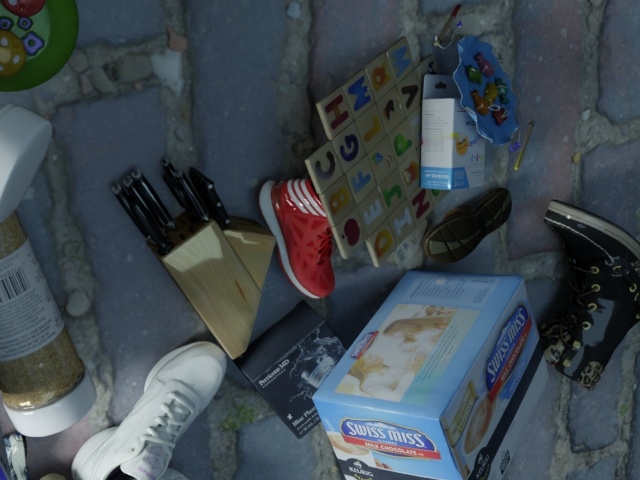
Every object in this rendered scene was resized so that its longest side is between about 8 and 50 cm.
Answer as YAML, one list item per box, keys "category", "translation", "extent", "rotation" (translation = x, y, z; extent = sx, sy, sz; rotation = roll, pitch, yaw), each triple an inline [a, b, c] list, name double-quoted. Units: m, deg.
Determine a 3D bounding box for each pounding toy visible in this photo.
- category: "pounding toy"
  translation: [-0.400, -0.256, 0.987]
  extent: [0.237, 0.110, 0.182]
  rotation: [-18, 116, -21]

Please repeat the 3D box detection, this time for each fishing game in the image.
- category: "fishing game"
  translation: [0.273, -0.244, 1.323]
  extent: [0.264, 0.041, 0.189]
  rotation: [54, 43, -21]

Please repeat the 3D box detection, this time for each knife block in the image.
- category: "knife block"
  translation: [-0.200, 0.027, 1.213]
  extent: [0.242, 0.088, 0.275]
  rotation: [8, 105, -29]

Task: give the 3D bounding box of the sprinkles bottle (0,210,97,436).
- category: "sprinkles bottle"
  translation: [-0.414, 0.090, 1.104]
  extent: [0.121, 0.121, 0.355]
  rotation: [-23, 118, -19]

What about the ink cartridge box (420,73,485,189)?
- category: "ink cartridge box"
  translation: [0.216, -0.177, 1.338]
  extent: [0.104, 0.062, 0.181]
  rotation: [-11, 105, -48]

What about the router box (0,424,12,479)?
- category: "router box"
  translation: [-0.480, 0.105, 0.968]
  extent: [0.082, 0.301, 0.335]
  rotation: [-24, 118, -18]

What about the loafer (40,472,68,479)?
- category: "loafer"
  translation: [-0.405, 0.462, 1.270]
  extent: [0.102, 0.092, 0.268]
  rotation: [4, 123, -24]

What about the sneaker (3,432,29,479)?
- category: "sneaker"
  translation: [-0.463, 0.349, 1.224]
  extent: [0.058, 0.052, 0.135]
  rotation: [-3, 103, -16]

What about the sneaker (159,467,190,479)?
- category: "sneaker"
  translation: [-0.300, 0.472, 1.281]
  extent: [0.094, 0.235, 0.153]
  rotation: [33, 126, 3]

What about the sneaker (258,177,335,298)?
- category: "sneaker"
  translation: [0.000, 0.000, 1.273]
  extent: [0.221, 0.128, 0.087]
  rotation: [60, 41, -31]

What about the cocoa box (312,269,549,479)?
- category: "cocoa box"
  translation: [0.191, 0.235, 1.336]
  extent: [0.347, 0.231, 0.228]
  rotation: [-48, 128, -41]

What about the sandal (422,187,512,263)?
- category: "sandal"
  translation: [0.252, -0.032, 1.452]
  extent: [0.219, 0.060, 0.090]
  rotation: [-36, 128, -29]

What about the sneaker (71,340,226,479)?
- category: "sneaker"
  translation: [-0.241, 0.292, 1.253]
  extent: [0.305, 0.152, 0.114]
  rotation: [-49, 120, -5]

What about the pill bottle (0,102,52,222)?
- category: "pill bottle"
  translation: [-0.467, -0.144, 0.893]
  extent: [0.319, 0.176, 0.176]
  rotation: [27, 95, -9]

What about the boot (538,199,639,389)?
- category: "boot"
  translation: [0.501, 0.112, 1.593]
  extent: [0.377, 0.138, 0.284]
  rotation: [33, 92, -38]

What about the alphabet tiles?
- category: "alphabet tiles"
  translation: [0.108, -0.137, 1.278]
  extent: [0.342, 0.011, 0.285]
  rotation: [-44, 126, -35]

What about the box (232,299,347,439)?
- category: "box"
  translation: [-0.032, 0.214, 1.370]
  extent: [0.156, 0.093, 0.158]
  rotation: [-40, 121, -9]
